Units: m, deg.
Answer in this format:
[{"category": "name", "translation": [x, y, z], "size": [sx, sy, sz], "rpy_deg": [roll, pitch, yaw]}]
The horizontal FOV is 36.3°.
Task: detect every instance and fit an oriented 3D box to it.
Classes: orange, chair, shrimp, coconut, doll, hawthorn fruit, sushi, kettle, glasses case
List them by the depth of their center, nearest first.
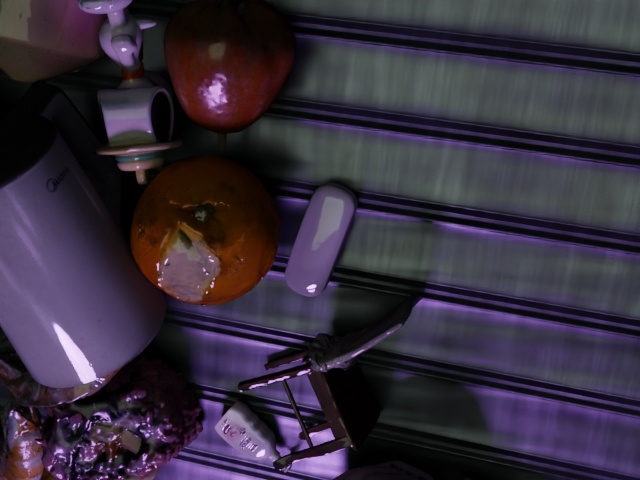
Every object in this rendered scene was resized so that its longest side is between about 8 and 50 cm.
[{"category": "doll", "translation": [-0.301, -0.240, 1.485], "size": [0.144, 0.208, 0.271], "rpy_deg": [-7, 143, 4]}, {"category": "hawthorn fruit", "translation": [-0.142, -0.252, 1.500], "size": [0.199, 0.199, 0.251], "rpy_deg": [15, 124, 11]}, {"category": "coconut", "translation": [-0.442, -0.369, 1.536], "size": [0.233, 0.233, 0.245], "rpy_deg": [23, 103, 9]}, {"category": "orange", "translation": [-0.180, -0.016, 1.544], "size": [0.240, 0.240, 0.240], "rpy_deg": [4, 106, 15]}, {"category": "kettle", "translation": [-0.413, -0.023, 1.550], "size": [0.250, 0.361, 0.377], "rpy_deg": [-2, 130, 26]}, {"category": "chair", "translation": [0.049, 0.230, 1.593], "size": [0.319, 0.160, 0.186], "rpy_deg": [-23, 92, 21]}, {"category": "glasses case", "translation": [0.000, 0.000, 1.594], "size": [0.076, 0.049, 0.197], "rpy_deg": [23, 110, 9]}, {"category": "sushi", "translation": [-0.352, 0.332, 1.726], "size": [0.270, 0.171, 0.237], "rpy_deg": [-15, 101, 15]}, {"category": "shrimp", "translation": [-0.497, 0.211, 1.727], "size": [0.445, 0.221, 0.110], "rpy_deg": [-13, 133, 27]}, {"category": "shrimp", "translation": [-0.578, 0.372, 1.814], "size": [0.287, 0.068, 0.185], "rpy_deg": [-8, 98, 53]}]

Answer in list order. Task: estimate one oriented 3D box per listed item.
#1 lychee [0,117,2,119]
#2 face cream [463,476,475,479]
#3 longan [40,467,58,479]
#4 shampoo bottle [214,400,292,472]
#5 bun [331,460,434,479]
[{"category": "lychee", "translation": [-0.635, -0.125, 1.630], "size": [0.276, 0.275, 0.304], "rpy_deg": [60, 149, -6]}, {"category": "face cream", "translation": [0.344, 0.473, 1.615], "size": [0.250, 0.077, 0.077], "rpy_deg": [20, 110, 10]}, {"category": "longan", "translation": [-0.532, 0.453, 1.860], "size": [0.075, 0.083, 0.075], "rpy_deg": [0, 71, -1]}, {"category": "shampoo bottle", "translation": [-0.113, 0.357, 1.731], "size": [0.152, 0.045, 0.077], "rpy_deg": [41, 112, 1]}, {"category": "bun", "translation": [0.122, 0.454, 1.634], "size": [0.263, 0.175, 0.263], "rpy_deg": [22, 151, 13]}]
